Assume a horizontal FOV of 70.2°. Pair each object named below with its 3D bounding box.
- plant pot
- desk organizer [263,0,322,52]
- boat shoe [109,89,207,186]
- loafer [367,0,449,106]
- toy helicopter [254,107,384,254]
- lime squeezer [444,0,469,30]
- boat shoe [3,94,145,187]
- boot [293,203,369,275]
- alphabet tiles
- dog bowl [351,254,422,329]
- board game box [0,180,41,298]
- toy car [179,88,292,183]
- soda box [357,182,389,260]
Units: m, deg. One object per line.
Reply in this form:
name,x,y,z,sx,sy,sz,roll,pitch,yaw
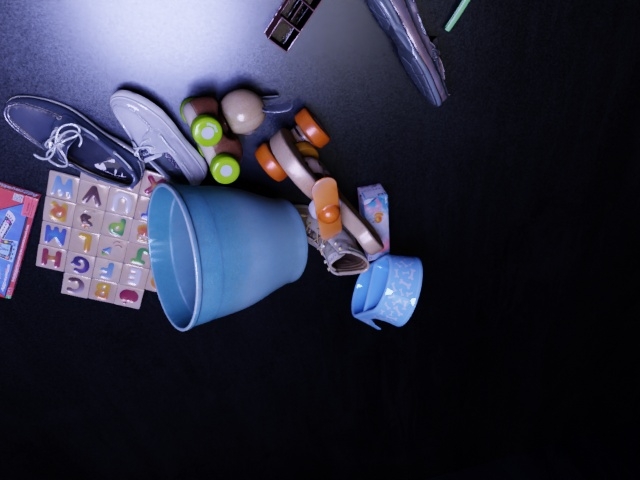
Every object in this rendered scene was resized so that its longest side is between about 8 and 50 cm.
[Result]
plant pot,-0.174,0.015,0.901,0.255,0.272,0.272,-9,130,-34
desk organizer,-0.043,-0.401,0.800,0.047,0.050,0.130,28,114,-29
boat shoe,-0.308,-0.179,0.864,0.079,0.081,0.227,-16,133,31
loafer,0.186,-0.375,0.852,0.084,0.096,0.267,-39,123,7
toy helicopter,0.028,-0.082,0.925,0.140,0.235,0.355,-37,122,13
lime squeezer,0.275,-0.530,0.783,0.109,0.059,0.311,-13,128,-5
boat shoe,-0.452,-0.174,0.837,0.254,0.079,0.095,34,109,-25
boot,0.000,0.000,1.025,0.213,0.165,0.077,14,120,-24
alphabet tiles,-0.442,-0.006,0.980,0.284,0.011,0.343,16,114,-17
dog bowl,0.149,0.123,1.107,0.074,0.166,0.297,17,163,-8
board game box,-0.691,-0.003,0.943,0.145,0.027,0.281,20,118,-24
toy car,-0.147,-0.220,0.855,0.188,0.155,0.149,-28,128,-9
soda box,0.128,-0.041,1.092,0.058,0.063,0.183,-13,127,-4
